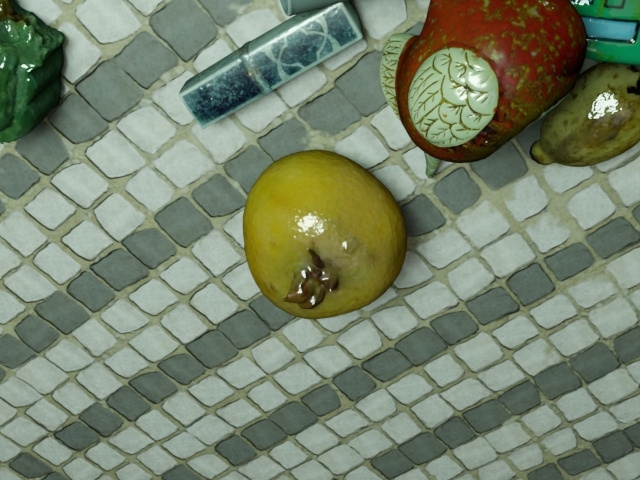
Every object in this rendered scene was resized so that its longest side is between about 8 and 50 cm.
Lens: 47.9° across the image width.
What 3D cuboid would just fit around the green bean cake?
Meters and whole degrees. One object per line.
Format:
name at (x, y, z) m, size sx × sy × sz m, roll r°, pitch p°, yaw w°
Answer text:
green bean cake at (-0.524, -0.318, 1.014) m, size 0.300 × 0.169 × 0.307 m, roll 15°, pitch 121°, yaw -8°

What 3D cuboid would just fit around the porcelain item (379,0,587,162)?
porcelain item at (0.188, -0.230, 0.889) m, size 0.253 × 0.253 × 0.252 m, roll 1°, pitch 123°, yaw 1°

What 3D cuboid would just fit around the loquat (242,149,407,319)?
loquat at (0.000, 0.000, 1.153) m, size 0.275 × 0.274 × 0.274 m, roll 1°, pitch 123°, yaw 1°

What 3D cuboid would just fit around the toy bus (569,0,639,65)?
toy bus at (0.384, -0.410, 0.924) m, size 0.200 × 0.183 × 0.343 m, roll 7°, pitch 122°, yaw 7°

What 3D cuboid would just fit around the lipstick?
lipstick at (-0.074, -0.273, 1.085) m, size 0.290 × 0.076 × 0.077 m, roll -27°, pitch 117°, yaw 15°

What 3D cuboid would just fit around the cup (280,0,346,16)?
cup at (0.078, -0.416, 0.894) m, size 0.312 × 0.205 × 0.205 m, roll -15°, pitch 122°, yaw -4°

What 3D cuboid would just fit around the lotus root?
lotus root at (0.416, -0.181, 1.109) m, size 0.138 × 0.138 × 0.214 m, roll 31°, pitch 129°, yaw -17°

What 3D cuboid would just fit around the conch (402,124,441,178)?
conch at (0.172, -0.209, 1.104) m, size 0.114 × 0.234 × 0.137 m, roll 30°, pitch 79°, yaw 6°
